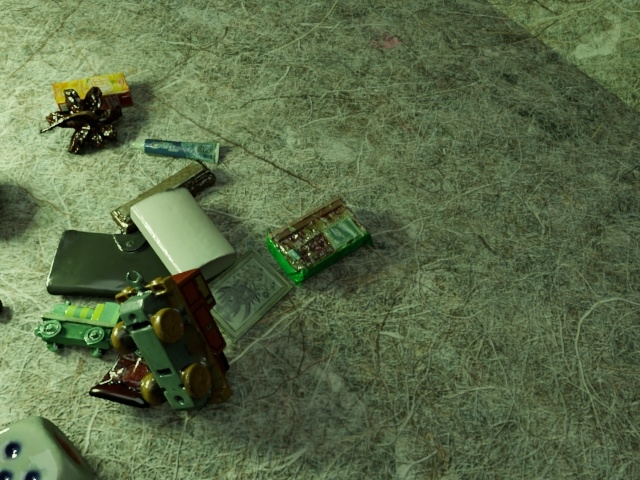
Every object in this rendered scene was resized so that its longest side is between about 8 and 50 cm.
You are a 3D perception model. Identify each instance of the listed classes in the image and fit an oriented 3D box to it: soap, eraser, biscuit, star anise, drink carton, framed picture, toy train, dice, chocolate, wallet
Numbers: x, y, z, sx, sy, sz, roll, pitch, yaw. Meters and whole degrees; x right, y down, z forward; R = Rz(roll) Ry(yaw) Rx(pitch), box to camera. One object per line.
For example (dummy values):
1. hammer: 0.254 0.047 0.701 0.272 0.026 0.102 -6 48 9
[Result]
1. soap: 0.000 -0.001 1.412 0.273 0.098 0.218 -31 69 -23
2. eraser: -0.374 -0.015 1.326 0.174 0.095 0.270 -29 65 -33
3. biscuit: -0.440 0.296 1.195 0.151 0.063 0.236 17 52 0
4. star anise: -0.712 -0.368 1.488 0.125 0.190 0.220 8 69 43
5. drink carton: -0.741 -0.477 1.584 0.222 0.071 0.096 -17 63 -17
6. framed picture: -0.212 0.145 1.337 0.173 0.010 0.231 43 63 7
7. toy train: -0.331 0.218 1.130 0.370 0.163 0.232 67 28 -14
8. dice: -0.599 0.493 0.986 0.194 0.193 0.191 42 64 14
9. chocolate: -0.464 -0.136 1.438 0.329 0.065 0.102 -37 72 -23
10. wallet: -0.524 0.069 1.319 0.376 0.051 0.197 6 59 -9
11. toy train: -0.599 0.214 1.214 0.200 0.083 0.132 10 49 -3

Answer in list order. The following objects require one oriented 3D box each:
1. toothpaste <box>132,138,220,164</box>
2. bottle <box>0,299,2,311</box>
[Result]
1. toothpaste: -0.457 -0.289 1.539 0.268 0.047 0.069 4 47 -10
2. bottle: -0.888 0.173 1.203 0.164 0.060 0.060 -8 62 -13
